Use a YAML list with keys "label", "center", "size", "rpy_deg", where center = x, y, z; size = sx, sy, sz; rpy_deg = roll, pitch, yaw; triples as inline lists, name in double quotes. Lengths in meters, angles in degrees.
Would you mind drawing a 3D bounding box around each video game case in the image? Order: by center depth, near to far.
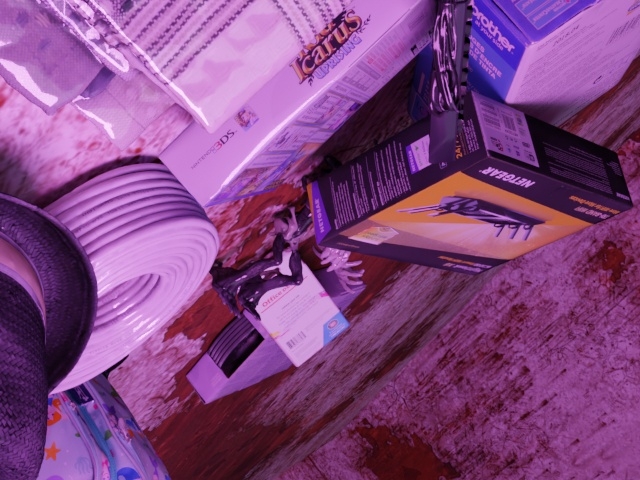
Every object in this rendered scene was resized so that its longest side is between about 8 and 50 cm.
- label: "video game case"
  center: [-0.003, -0.139, 0.823]
  size: [0.244, 0.061, 0.269]
  rpy_deg: [-44, 178, 10]

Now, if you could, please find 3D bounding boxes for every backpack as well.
- label: "backpack"
  center: [-0.291, 0.270, 1.003]
  size: [0.225, 0.253, 0.191]
  rpy_deg: [-38, 171, -3]

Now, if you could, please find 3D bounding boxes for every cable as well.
- label: "cable"
  center: [-0.215, 0.040, 0.883]
  size: [0.257, 0.089, 0.257]
  rpy_deg: [-32, 162, -26]

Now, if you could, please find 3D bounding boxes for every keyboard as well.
- label: "keyboard"
  center: [0.102, -0.195, 0.686]
  size: [0.201, 0.033, 0.317]
  rpy_deg: [-76, 167, -47]

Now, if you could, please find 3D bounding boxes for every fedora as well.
- label: "fedora"
  center: [-0.289, 0.112, 0.651]
  size: [0.334, 0.152, 0.334]
  rpy_deg: [-21, 147, -15]

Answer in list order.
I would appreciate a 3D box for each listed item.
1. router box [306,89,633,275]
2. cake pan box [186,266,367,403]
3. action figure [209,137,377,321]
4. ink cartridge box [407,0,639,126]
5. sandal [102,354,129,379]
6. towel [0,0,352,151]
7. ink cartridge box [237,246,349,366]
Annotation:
- label: "router box"
  center: [0.178, -0.051, 1.075]
  size: [0.309, 0.081, 0.243]
  rpy_deg: [11, 151, -44]
- label: "cake pan box"
  center: [-0.074, 0.155, 1.562]
  size: [0.245, 0.070, 0.267]
  rpy_deg: [-51, 161, 28]
- label: "action figure"
  center: [0.000, 0.000, 1.179]
  size: [0.276, 0.141, 0.164]
  rpy_deg: [-40, 153, 5]
- label: "ink cartridge box"
  center: [0.257, -0.259, 1.027]
  size: [0.270, 0.151, 0.395]
  rpy_deg: [-35, 166, -13]
- label: "sandal"
  center: [-0.317, 0.204, 1.188]
  size: [0.179, 0.040, 0.067]
  rpy_deg: [-37, 164, -9]
- label: "towel"
  center: [-0.057, -0.212, 0.397]
  size: [0.324, 0.056, 0.312]
  rpy_deg: [-40, 139, 3]
- label: "ink cartridge box"
  center: [-0.049, 0.087, 1.350]
  size: [0.104, 0.061, 0.181]
  rpy_deg: [-39, 125, -6]
